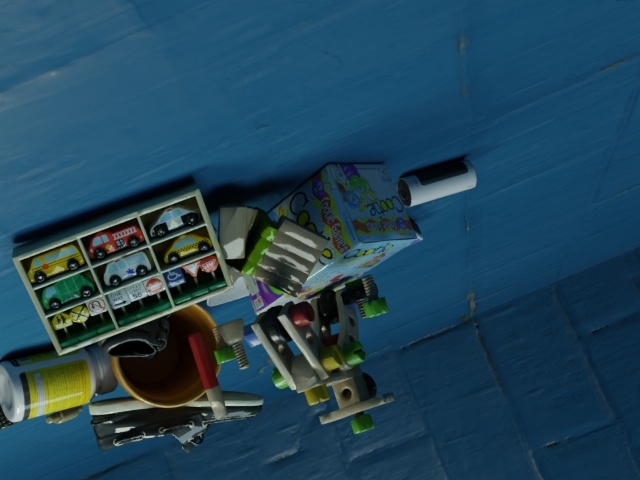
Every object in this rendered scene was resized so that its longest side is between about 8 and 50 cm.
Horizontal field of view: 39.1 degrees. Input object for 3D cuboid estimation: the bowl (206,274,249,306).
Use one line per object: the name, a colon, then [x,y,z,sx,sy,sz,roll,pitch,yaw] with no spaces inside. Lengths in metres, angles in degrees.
bowl: [-0.151,0.066,1.682,0.142,0.053,0.142,-17,162,-17]

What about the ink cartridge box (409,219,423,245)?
ink cartridge box: [0.086,0.010,1.826,0.208,0.045,0.206,-27,163,14]

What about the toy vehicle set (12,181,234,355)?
toy vehicle set: [-0.272,0.040,1.266,0.267,0.166,0.035,-21,-152,-7]

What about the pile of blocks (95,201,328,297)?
pile of blocks: [-0.177,-0.001,1.365,0.362,0.149,0.112,0,-158,-19]

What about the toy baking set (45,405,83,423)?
toy baking set: [-0.490,0.320,1.955,0.197,0.030,0.256,-43,173,0]

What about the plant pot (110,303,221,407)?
plant pot: [-0.313,0.216,1.738,0.205,0.205,0.188,-15,178,-25]

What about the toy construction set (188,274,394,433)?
toy construction set: [-0.026,0.214,1.424,0.309,0.237,0.257,-18,176,0]

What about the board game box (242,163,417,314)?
board game box: [0.000,0.000,1.505,0.144,0.142,0.275,-4,157,-45]

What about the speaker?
speaker: [0.207,-0.102,1.607,0.136,0.055,0.055,-16,163,-17]

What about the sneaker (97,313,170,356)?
sneaker: [-0.259,0.111,1.518,0.296,0.147,0.104,-15,161,-27]

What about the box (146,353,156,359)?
box: [-0.325,0.263,1.907,0.145,0.186,0.038,-23,120,6]

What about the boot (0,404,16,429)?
boot: [-0.611,0.344,1.921,0.246,0.083,0.161,-24,166,-11]

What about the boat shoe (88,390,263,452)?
boat shoe: [-0.280,0.360,1.767,0.340,0.113,0.127,-3,178,-8]

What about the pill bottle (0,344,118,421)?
pill bottle: [-0.510,0.271,1.753,0.208,0.119,0.119,-10,160,-35]
